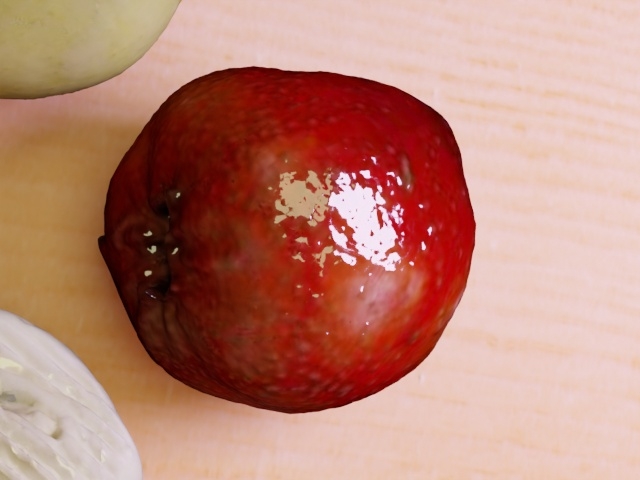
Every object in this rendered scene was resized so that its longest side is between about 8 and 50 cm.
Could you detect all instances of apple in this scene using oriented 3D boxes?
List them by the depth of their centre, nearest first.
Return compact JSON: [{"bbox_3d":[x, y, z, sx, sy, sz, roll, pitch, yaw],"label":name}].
[{"bbox_3d":[-0.225,-0.241,1.004,0.292,0.254,0.292,2,82,-15],"label":"apple"}]

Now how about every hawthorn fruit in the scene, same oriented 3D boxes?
[{"bbox_3d":[0.000,0.000,1.056,0.307,0.265,0.265,2,81,-40],"label":"hawthorn fruit"}]

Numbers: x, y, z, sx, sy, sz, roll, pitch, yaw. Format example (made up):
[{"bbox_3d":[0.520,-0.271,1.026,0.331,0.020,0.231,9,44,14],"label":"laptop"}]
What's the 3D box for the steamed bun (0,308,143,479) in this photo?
[{"bbox_3d":[-0.308,0.201,0.922,0.339,0.247,0.352,21,40,-4],"label":"steamed bun"}]
